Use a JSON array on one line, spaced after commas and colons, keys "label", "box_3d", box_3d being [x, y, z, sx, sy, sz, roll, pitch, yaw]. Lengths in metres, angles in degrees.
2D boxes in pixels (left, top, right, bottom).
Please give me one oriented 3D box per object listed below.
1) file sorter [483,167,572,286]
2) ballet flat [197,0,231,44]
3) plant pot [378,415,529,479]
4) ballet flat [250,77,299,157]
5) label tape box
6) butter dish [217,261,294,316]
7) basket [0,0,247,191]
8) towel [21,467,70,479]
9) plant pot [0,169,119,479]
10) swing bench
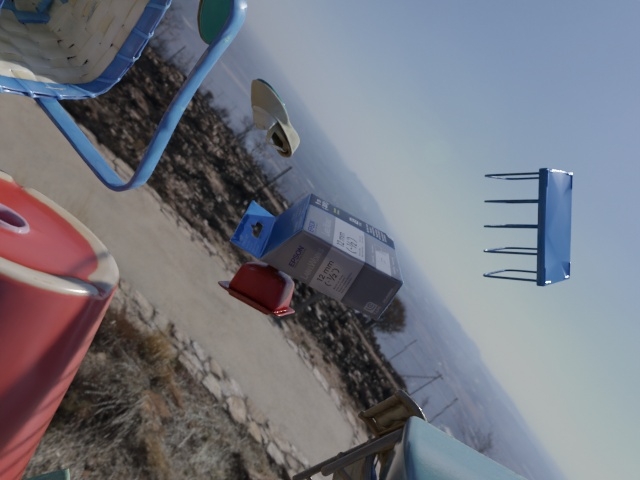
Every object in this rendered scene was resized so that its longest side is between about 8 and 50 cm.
[{"label": "file sorter", "box_3d": [0.324, -0.022, 0.805, 0.118, 0.104, 0.170, -3, 94, -46]}, {"label": "ballet flat", "box_3d": [-0.152, -0.425, 0.835, 0.073, 0.206, 0.067, 15, 29, -19]}, {"label": "plant pot", "box_3d": [0.159, 0.402, 0.627, 0.247, 0.248, 0.252, 26, -4, 18]}, {"label": "ballet flat", "box_3d": [-0.115, -0.282, 1.234, 0.086, 0.086, 0.248, 59, 4, 30]}, {"label": "label tape box", "box_3d": [0.000, 0.000, 1.125, 0.347, 0.115, 0.249, 30, 21, -9]}, {"label": "butter dish", "box_3d": [-0.121, 0.090, 1.138, 0.159, 0.118, 0.160, 27, 1, 12]}, {"label": "basket", "box_3d": [-0.235, -0.226, 0.520, 0.289, 0.255, 0.201, 43, 24, 4]}, {"label": "towel", "box_3d": [-0.605, 0.645, 1.004, 0.038, 0.247, 0.325, 159, -79, -73]}, {"label": "plant pot", "box_3d": [-0.307, 0.072, 0.384, 0.275, 0.243, 0.275, 37, 2, -1]}, {"label": "swing bench", "box_3d": [0.106, 0.490, 1.122, 0.165, 0.254, 0.253, 48, -31, 12]}]
